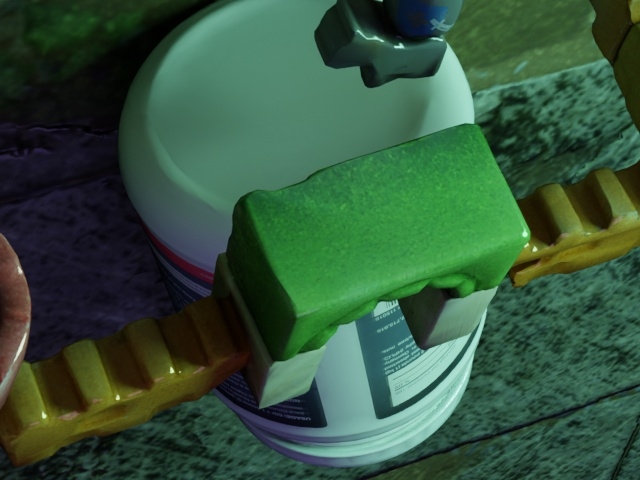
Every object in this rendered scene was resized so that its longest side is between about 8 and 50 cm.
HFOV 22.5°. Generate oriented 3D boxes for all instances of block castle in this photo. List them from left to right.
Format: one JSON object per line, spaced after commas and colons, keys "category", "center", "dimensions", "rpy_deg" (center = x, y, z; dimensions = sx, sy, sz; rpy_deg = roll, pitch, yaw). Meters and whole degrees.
{"category": "block castle", "center": [-0.016, -0.104, 0.649], "dimensions": [0.453, 0.303, 0.213], "rpy_deg": [-17, 158, -17]}

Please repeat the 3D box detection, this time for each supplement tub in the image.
{"category": "supplement tub", "center": [0.000, 0.000, 0.939], "dimensions": [0.191, 0.191, 0.272], "rpy_deg": [-23, 147, -7]}
